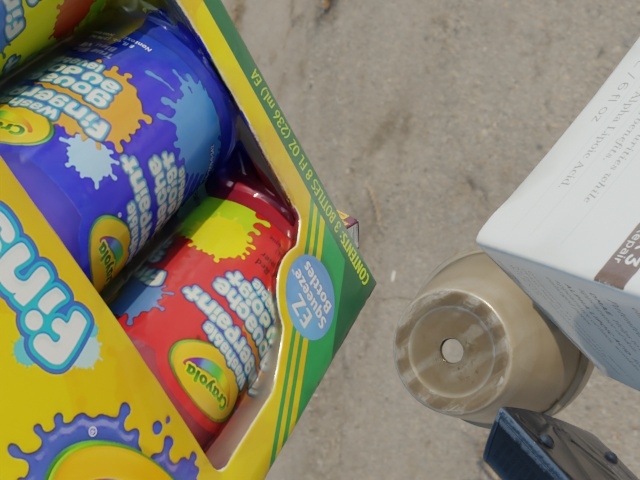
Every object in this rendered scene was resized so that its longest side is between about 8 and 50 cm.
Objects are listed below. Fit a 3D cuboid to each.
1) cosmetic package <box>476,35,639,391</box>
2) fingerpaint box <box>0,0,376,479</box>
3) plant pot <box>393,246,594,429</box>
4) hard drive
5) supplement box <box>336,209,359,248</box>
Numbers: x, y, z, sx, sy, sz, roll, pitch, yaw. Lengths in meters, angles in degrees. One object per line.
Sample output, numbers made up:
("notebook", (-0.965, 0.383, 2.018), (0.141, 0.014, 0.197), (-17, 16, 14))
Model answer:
("cosmetic package", (0.272, 0.001, 0.369), (0.217, 0.156, 0.385), (-51, 22, -8))
("fingerpaint box", (-0.178, -0.024, 0.538), (0.163, 0.445, 0.371), (-13, 26, 35))
("plant pot", (0.255, 0.163, 1.355), (0.323, 0.280, 0.324), (0, 90, 30))
("hard drive", (0.239, 0.226, 0.718), (0.054, 0.254, 0.172), (-50, 54, 10))
("supplement box", (0.000, 0.000, 1.009), (0.055, 0.083, 0.043), (26, 133, 36))
